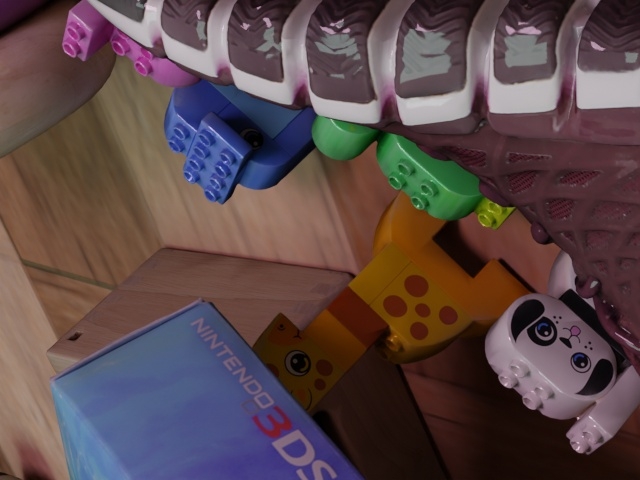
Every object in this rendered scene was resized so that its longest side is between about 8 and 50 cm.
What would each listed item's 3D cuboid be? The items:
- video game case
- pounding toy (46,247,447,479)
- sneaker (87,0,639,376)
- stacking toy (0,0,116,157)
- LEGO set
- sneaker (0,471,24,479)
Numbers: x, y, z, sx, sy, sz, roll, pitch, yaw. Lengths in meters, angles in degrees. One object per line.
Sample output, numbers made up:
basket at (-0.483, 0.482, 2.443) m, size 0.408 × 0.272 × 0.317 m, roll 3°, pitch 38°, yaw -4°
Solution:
video game case at (0.020, 0.189, 0.526) m, size 0.269 × 0.061 × 0.244 m, roll 46°, pitch 151°, yaw 37°
pounding toy at (-0.024, 0.093, 0.678) m, size 0.130 × 0.100 × 0.141 m, roll 7°, pitch 131°, yaw 45°
sneaker at (0.057, -0.017, 0.469) m, size 0.281 × 0.106 × 0.162 m, roll 18°, pitch 142°, yaw 35°
stacking toy at (-0.200, -0.170, 0.584) m, size 0.141 × 0.141 × 0.330 m, roll -9°, pitch 113°, yaw 52°
LEGO set at (0.000, 0.000, 0.551) m, size 0.227 × 0.093 × 0.087 m, roll 42°, pitch 153°, yaw 6°
sneaker at (-0.208, 0.186, 1.004) m, size 0.118 × 0.083 × 0.222 m, roll 31°, pitch 146°, yaw 23°
